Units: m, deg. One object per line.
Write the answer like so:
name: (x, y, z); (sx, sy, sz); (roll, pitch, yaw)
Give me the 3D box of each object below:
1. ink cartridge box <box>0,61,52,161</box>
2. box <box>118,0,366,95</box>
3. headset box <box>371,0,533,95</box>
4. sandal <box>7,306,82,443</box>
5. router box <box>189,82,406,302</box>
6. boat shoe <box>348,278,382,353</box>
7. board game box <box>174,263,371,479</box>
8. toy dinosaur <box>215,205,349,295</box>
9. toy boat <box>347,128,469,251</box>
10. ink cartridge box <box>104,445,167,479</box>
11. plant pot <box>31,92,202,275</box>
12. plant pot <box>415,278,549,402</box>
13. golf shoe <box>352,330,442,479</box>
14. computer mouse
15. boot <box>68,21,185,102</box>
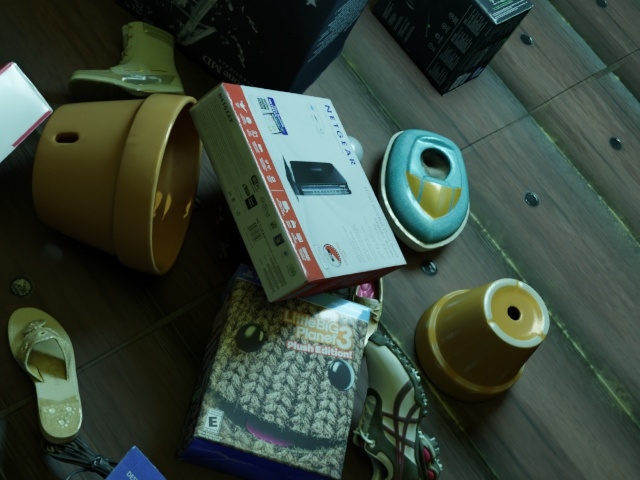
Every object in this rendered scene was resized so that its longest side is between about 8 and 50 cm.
ink cartridge box: (-0.554, -0.167, 1.252); (0.100, 0.237, 0.172); (56, 49, -31)
box: (-0.128, -0.570, 1.505); (0.480, 0.472, 0.297); (38, 57, 0)
headset box: (0.270, -0.509, 1.772); (0.131, 0.246, 0.283); (-31, 77, -32)
sandal: (-0.395, 0.173, 1.199); (0.088, 0.079, 0.240); (-7, 54, -31)
router box: (-0.029, -0.082, 1.332); (0.301, 0.082, 0.335); (-7, 70, -56)
boat shoe: (0.080, 0.116, 1.465); (0.063, 0.059, 0.170); (13, 59, -16)
board game box: (-0.070, 0.223, 1.297); (0.232, 0.141, 0.291); (19, 58, -12)
toy dinosaur: (-0.098, -0.001, 1.443); (0.160, 0.121, 0.313); (-14, 64, -41)
toy boat: (0.149, -0.117, 1.567); (0.318, 0.148, 0.267); (10, 60, -17)
ink cartridge box: (-0.233, 0.481, 1.051); (0.303, 0.072, 0.307); (52, 54, -14)
plant pot: (-0.323, -0.102, 1.309); (0.203, 0.291, 0.291); (10, 58, 3)
plant pot: (0.300, 0.162, 1.452); (0.205, 0.188, 0.205); (10, 60, -17)
golf shoe: (0.108, 0.283, 1.312); (0.120, 0.105, 0.273); (-20, 100, -18)
computer mouse: (-0.342, 0.396, 1.100); (0.184, 0.060, 0.262); (21, 40, 0)
boot: (-0.364, -0.329, 1.517); (0.213, 0.077, 0.165); (0, 64, -28)
